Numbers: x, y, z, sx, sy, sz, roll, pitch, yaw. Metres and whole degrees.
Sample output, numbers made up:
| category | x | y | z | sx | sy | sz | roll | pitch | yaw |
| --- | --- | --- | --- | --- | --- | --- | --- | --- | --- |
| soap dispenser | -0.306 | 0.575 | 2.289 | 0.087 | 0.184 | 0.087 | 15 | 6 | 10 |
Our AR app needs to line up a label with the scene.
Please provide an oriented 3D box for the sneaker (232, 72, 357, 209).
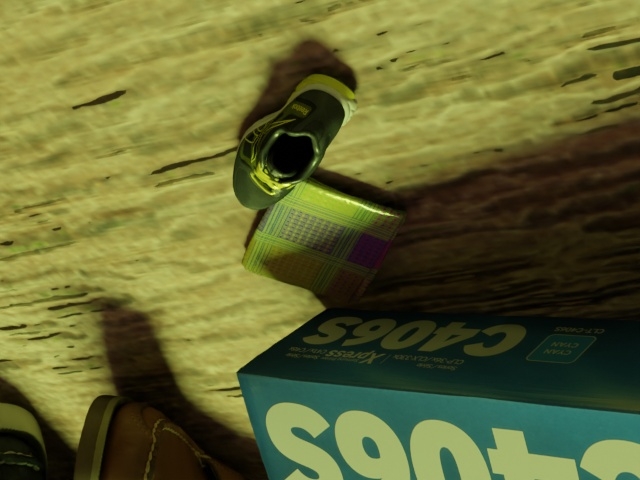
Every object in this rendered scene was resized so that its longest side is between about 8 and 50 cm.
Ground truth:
| category | x | y | z | sx | sy | sz | roll | pitch | yaw |
| --- | --- | --- | --- | --- | --- | --- | --- | --- | --- |
| sneaker | -0.018 | -0.034 | 0.512 | 0.031 | 0.035 | 0.083 | 35 | 139 | -6 |

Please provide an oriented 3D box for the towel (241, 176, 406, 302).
| category | x | y | z | sx | sy | sz | roll | pitch | yaw |
| --- | --- | --- | --- | --- | --- | --- | --- | --- | --- |
| towel | 0.000 | 0.000 | 0.581 | 0.060 | 0.009 | 0.083 | 19 | 144 | -6 |

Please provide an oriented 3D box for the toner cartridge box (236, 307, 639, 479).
| category | x | y | z | sx | sy | sz | roll | pitch | yaw |
| --- | --- | --- | --- | --- | --- | --- | --- | --- | --- |
| toner cartridge box | 0.129 | 0.120 | 0.518 | 0.348 | 0.075 | 0.165 | -1 | 113 | 43 |

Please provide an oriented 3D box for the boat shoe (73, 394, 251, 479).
| category | x | y | z | sx | sy | sz | roll | pitch | yaw |
| --- | --- | --- | --- | --- | --- | --- | --- | --- | --- |
| boat shoe | -0.074 | 0.176 | 0.783 | 0.104 | 0.110 | 0.307 | 5 | 154 | 7 |

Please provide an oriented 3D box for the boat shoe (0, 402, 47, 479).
| category | x | y | z | sx | sy | sz | roll | pitch | yaw |
| --- | --- | --- | --- | --- | --- | --- | --- | --- | --- |
| boat shoe | -0.205 | 0.242 | 0.877 | 0.127 | 0.113 | 0.340 | -12 | 144 | -16 |
